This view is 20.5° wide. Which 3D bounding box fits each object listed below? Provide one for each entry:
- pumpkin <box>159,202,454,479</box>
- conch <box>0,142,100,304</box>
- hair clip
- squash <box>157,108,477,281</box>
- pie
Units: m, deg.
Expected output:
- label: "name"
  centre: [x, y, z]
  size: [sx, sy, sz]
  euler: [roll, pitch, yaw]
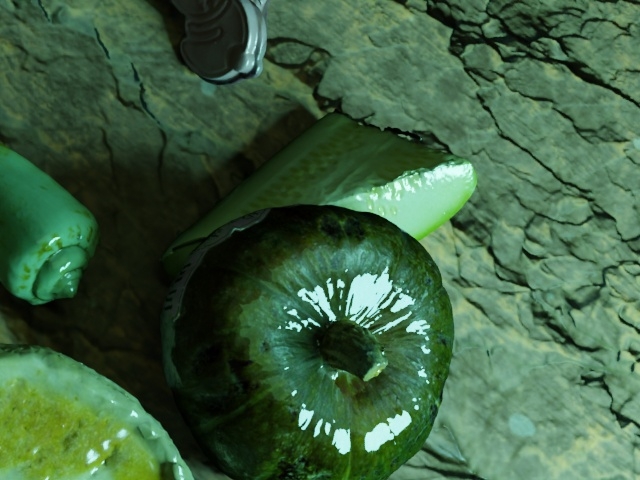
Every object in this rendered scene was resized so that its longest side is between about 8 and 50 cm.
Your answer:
- label: "pumpkin"
  centre: [-0.001, 0.093, 1.472]
  size: [0.260, 0.189, 0.260]
  euler: [2, 85, -23]
- label: "conch"
  centre: [-0.246, -0.023, 1.488]
  size: [0.106, 0.079, 0.170]
  euler: [-25, 75, -47]
- label: "hair clip"
  centre: [-0.098, -0.219, 1.621]
  size: [0.102, 0.123, 0.138]
  euler: [30, 53, -36]
- label: "squash"
  centre: [0.000, 0.000, 1.575]
  size: [0.169, 0.093, 0.252]
  euler: [21, 47, 35]
- label: "pie"
  centre: [-0.245, 0.236, 1.338]
  size: [0.339, 0.077, 0.339]
  euler: [2, 82, -16]
